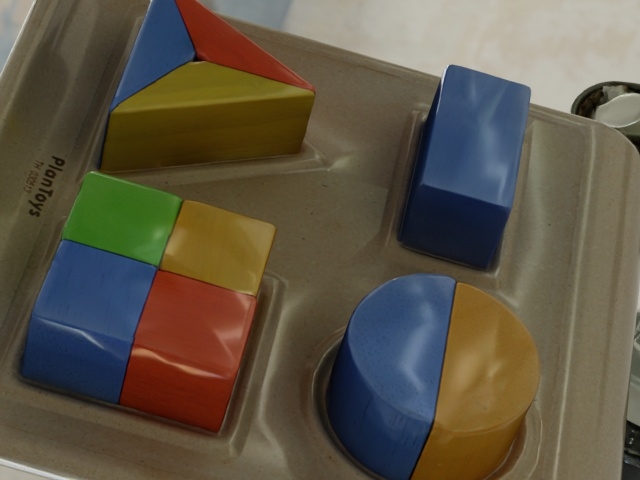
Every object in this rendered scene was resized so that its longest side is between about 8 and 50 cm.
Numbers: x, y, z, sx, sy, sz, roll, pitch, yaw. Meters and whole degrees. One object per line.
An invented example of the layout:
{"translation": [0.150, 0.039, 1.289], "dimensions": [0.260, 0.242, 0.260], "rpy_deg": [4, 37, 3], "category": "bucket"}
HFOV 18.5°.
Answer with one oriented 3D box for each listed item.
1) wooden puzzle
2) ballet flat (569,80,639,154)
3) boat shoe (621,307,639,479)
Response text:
{"translation": [0.000, 0.000, 0.949], "dimensions": [0.080, 0.348, 0.322], "rpy_deg": [114, -7, -45], "category": "wooden puzzle"}
{"translation": [0.270, -0.075, 1.391], "dimensions": [0.213, 0.068, 0.072], "rpy_deg": [9, -109, 41], "category": "ballet flat"}
{"translation": [0.201, 0.105, 1.164], "dimensions": [0.114, 0.302, 0.091], "rpy_deg": [35, -75, 26], "category": "boat shoe"}
